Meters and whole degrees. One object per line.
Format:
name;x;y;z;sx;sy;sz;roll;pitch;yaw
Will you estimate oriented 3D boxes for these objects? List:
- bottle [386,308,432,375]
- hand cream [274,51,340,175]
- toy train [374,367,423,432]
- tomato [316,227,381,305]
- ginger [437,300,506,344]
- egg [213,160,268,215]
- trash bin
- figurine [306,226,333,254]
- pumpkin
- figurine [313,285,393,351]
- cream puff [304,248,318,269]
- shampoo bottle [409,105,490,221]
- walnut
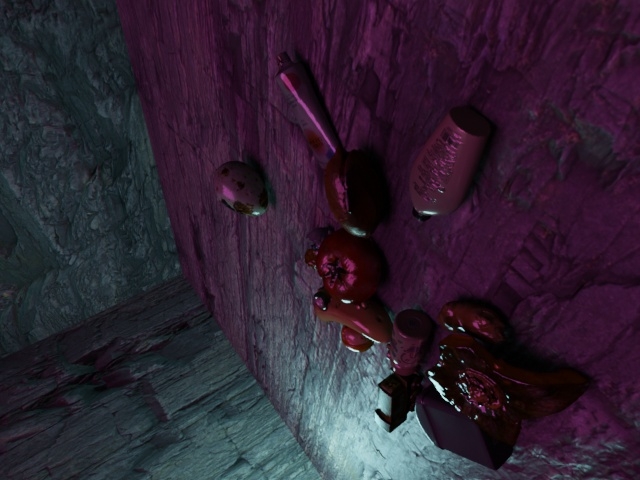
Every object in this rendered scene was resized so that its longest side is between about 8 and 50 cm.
bottle;0.228;0.280;1.259;0.110;0.097;0.209;25;139;23
hand cream;-0.029;-0.318;1.211;0.124;0.078;0.340;0;119;61
toy train;0.228;0.459;1.388;0.090;0.137;0.225;37;145;41
tomato;0.066;0.074;1.305;0.225;0.085;0.224;5;96;48
ginger;0.321;0.175;1.026;0.190;0.069;0.095;8;123;59
egg;-0.282;-0.182;1.685;0.231;0.169;0.169;44;151;6
trash bin;0.355;0.467;1.211;0.236;0.101;0.176;-5;109;60
figurine;0.000;0.000;1.430;0.094;0.086;0.082;24;137;52
pumpkin;0.357;0.301;0.987;0.258;0.095;0.290;35;142;22
figurine;0.098;0.246;1.447;0.325;0.124;0.222;21;133;48
cream puff;-0.022;0.062;1.560;0.083;0.058;0.083;51;150;26
shampoo bottle;0.232;-0.127;0.892;0.127;0.078;0.256;46;148;20
walnut;0.079;-0.113;1.127;0.137;0.137;0.245;21;141;54
